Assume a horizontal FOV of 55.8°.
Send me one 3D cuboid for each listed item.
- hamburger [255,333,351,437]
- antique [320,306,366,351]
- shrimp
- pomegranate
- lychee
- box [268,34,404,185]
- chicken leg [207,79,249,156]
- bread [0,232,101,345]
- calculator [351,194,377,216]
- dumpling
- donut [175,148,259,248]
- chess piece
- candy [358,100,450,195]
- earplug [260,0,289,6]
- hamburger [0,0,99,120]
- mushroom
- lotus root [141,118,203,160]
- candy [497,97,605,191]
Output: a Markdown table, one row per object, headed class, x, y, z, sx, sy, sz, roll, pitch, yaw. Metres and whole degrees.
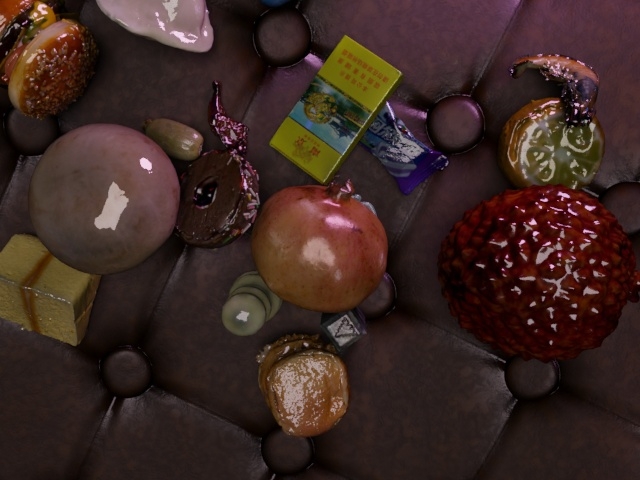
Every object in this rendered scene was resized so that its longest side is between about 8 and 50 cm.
| class | x | y | z | sx | sy | sz | roll | pitch | yaw |
| --- | --- | --- | --- | --- | --- | --- | --- | --- | --- |
| hamburger | -0.049 | 0.358 | 1.560 | 0.260 | 0.211 | 0.245 | 30 | 90 | -8 |
| antique | 0.059 | 0.208 | 1.550 | 0.086 | 0.183 | 0.088 | -36 | 94 | 6 |
| shrimp | 0.554 | -0.368 | 1.436 | 0.222 | 0.290 | 0.054 | 15 | 138 | 2 |
| pomegranate | 0.000 | 0.000 | 1.448 | 0.338 | 0.338 | 0.339 | 0 | 97 | 2 |
| lychee | 0.521 | 0.076 | 1.394 | 0.499 | 0.424 | 0.425 | 3 | 98 | 22 |
| box | 0.037 | -0.326 | 1.527 | 0.187 | 0.047 | 0.335 | 38 | 98 | 14 |
| chicken leg | -0.247 | -0.308 | 1.562 | 0.093 | 0.053 | 0.205 | -33 | 103 | -17 |
| bread | -0.735 | 0.136 | 1.624 | 0.263 | 0.198 | 0.236 | 20 | 131 | 1 |
| calculator | 0.104 | -0.048 | 1.596 | 0.095 | 0.021 | 0.153 | -17 | 97 | 4 |
| dumpling | -0.406 | -0.574 | 1.442 | 0.318 | 0.243 | 0.187 | 40 | 127 | 8 |
| donut | -0.259 | -0.100 | 1.506 | 0.269 | 0.103 | 0.270 | -14 | 64 | 31 |
| chess piece | -0.177 | 0.164 | 1.517 | 0.144 | 0.251 | 0.145 | 0 | 97 | 2 |
| candy | 0.188 | -0.249 | 1.545 | 0.145 | 0.070 | 0.275 | -43 | 91 | 14 |
| earplug | -0.042 | -0.670 | 1.472 | 0.272 | 0.132 | 0.132 | -29 | 96 | 9 |
| hamburger | -0.675 | -0.443 | 1.454 | 0.225 | 0.291 | 0.291 | 37 | 97 | -6 |
| mushroom | -0.508 | -0.097 | 1.463 | 0.362 | 0.294 | 0.363 | 0 | 88 | 10 |
| lotus root | -0.384 | -0.263 | 1.544 | 0.182 | 0.077 | 0.090 | 25 | 94 | 15 |
| candy | 0.573 | -0.226 | 1.511 | 0.259 | 0.118 | 0.260 | 0 | 100 | 3 |
